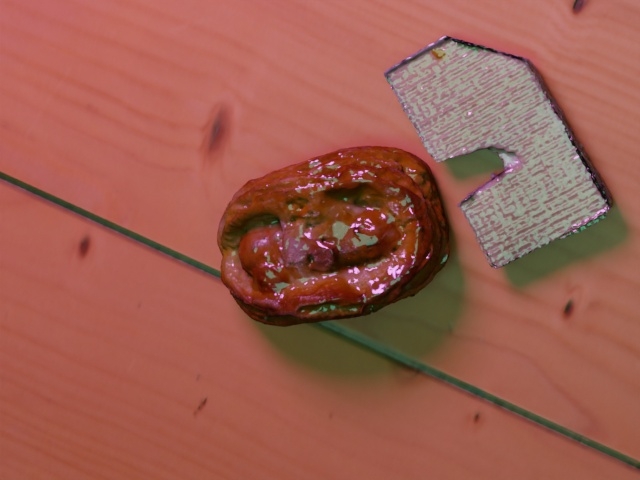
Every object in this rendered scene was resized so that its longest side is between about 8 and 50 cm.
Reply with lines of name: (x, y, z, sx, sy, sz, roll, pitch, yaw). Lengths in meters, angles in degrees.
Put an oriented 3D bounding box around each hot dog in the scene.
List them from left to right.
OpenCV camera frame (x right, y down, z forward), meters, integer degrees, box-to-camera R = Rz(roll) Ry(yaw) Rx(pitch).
hot dog: (0.001, 0.000, 1.811, 0.259, 0.114, 0.175, -16, 94, 16)

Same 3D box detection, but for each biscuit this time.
biscuit: (0.185, -0.104, 1.779, 0.147, 0.046, 0.250, -31, 92, 19)
